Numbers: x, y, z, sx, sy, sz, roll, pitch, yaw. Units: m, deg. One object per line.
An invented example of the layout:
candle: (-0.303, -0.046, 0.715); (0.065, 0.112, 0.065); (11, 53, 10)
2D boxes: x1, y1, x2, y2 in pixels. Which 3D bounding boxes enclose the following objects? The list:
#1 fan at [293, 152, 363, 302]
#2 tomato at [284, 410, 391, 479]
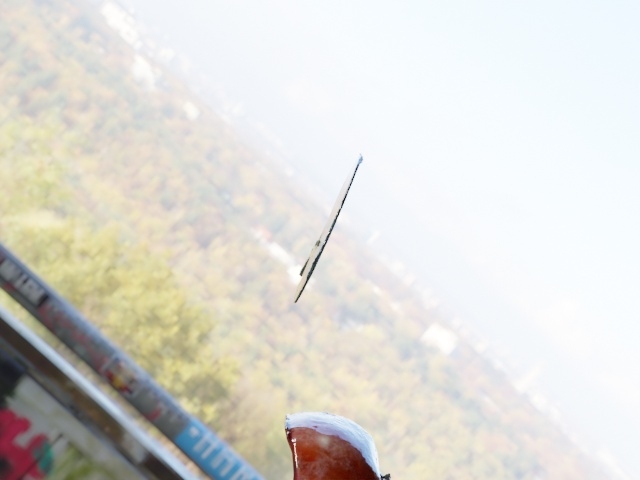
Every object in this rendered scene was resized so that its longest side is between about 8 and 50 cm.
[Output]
fan: (0.000, 0.000, 0.877); (0.005, 0.113, 0.175); (25, -19, -3)
tomato: (0.021, 0.267, 1.192); (0.228, 0.101, 0.227); (175, -90, -86)
